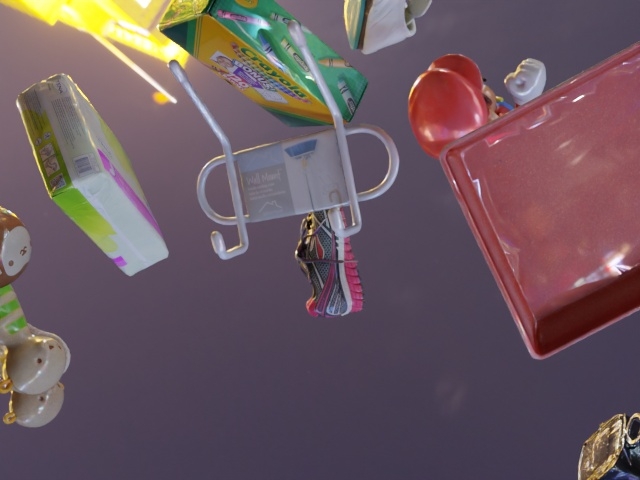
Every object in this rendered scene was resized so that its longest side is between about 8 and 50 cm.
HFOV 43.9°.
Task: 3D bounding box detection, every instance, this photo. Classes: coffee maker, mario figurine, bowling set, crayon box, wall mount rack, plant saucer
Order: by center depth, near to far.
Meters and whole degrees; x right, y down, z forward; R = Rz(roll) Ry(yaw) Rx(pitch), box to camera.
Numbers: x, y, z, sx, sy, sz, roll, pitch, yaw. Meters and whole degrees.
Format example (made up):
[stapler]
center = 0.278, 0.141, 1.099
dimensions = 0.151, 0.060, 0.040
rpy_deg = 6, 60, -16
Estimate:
[bowling set]
center = -0.246, 0.085, 0.514
dimensions = 0.199, 0.287, 0.154
rpy_deg = -29, -85, 31
[plant saucer]
center = 0.271, -0.045, 0.772
dimensions = 0.259, 0.258, 0.048
rpy_deg = -28, -157, 4
[coffee maker]
center = 0.486, 0.336, 1.131
dimensions = 0.178, 0.171, 0.120
rpy_deg = 25, -113, 0
[mario figurine]
center = 0.245, -0.195, 1.167
dimensions = 0.198, 0.320, 0.170
rpy_deg = -48, -126, 21
[wall mount rack]
center = -0.074, -0.139, 1.172
dimensions = 0.349, 0.130, 0.304
rpy_deg = -10, -87, 25
[crayon box]
center = -0.083, -0.276, 1.187
dimensions = 0.165, 0.278, 0.081
rpy_deg = 8, -111, 54

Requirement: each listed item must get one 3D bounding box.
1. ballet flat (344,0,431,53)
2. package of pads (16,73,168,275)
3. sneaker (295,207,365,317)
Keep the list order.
[ballet flat]
center = 0.104, -0.386, 1.123
dimensions = 0.139, 0.400, 0.139
rpy_deg = 0, -100, 0
[package of pads]
center = -0.369, -0.105, 1.308
dimensions = 0.101, 0.296, 0.229
rpy_deg = -27, -117, -4
[sneaker]
center = 0.000, 0.000, 1.501
dimensions = 0.112, 0.121, 0.299
rpy_deg = -14, -89, -2
